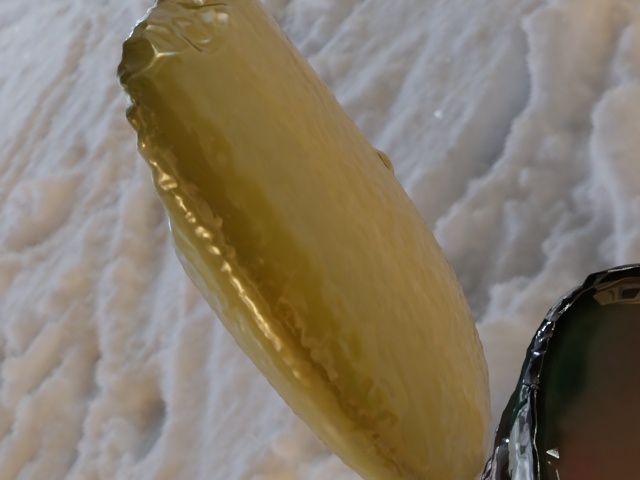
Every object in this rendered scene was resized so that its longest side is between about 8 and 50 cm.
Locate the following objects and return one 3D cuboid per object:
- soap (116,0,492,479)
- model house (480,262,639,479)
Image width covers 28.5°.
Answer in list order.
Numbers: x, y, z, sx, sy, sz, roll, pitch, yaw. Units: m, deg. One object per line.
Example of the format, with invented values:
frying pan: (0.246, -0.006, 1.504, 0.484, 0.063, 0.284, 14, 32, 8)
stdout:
soap: (-0.003, 0.001, 0.914, 0.115, 0.427, 0.306, -31, 18, 18)
model house: (0.139, 0.164, 0.457, 0.237, 0.202, 0.237, 62, 151, 32)
